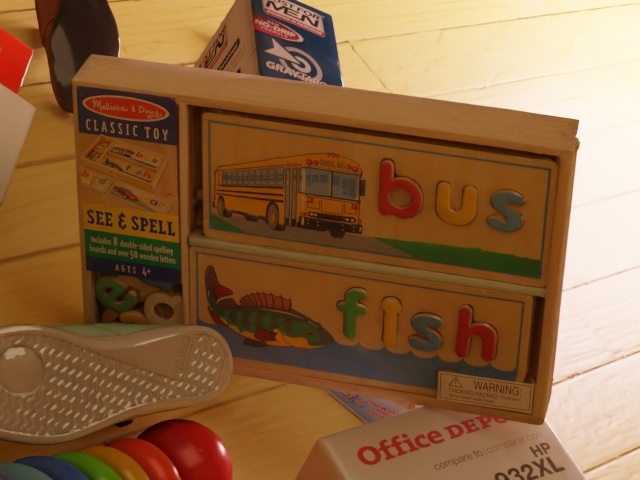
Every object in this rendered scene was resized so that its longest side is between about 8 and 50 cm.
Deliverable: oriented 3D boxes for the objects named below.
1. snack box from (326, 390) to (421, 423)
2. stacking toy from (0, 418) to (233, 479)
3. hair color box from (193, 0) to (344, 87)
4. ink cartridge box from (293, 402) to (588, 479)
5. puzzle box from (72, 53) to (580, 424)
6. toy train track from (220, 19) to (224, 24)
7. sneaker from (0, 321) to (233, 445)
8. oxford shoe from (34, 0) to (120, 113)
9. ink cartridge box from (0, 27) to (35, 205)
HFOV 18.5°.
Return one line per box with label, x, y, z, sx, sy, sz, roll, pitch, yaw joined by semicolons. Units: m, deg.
snack box;0.058;0.143;1.821;0.178;0.064;0.022;39;36;4
stacking toy;-0.183;0.206;1.492;0.141;0.141;0.330;46;30;14
hair color box;-0.054;-0.072;1.883;0.105;0.174;0.347;20;38;-24
ink cartridge box;0.138;0.288;1.629;0.223;0.129;0.307;-14;57;-33
puzzle box;0.000;0.000;1.616;0.409;0.272;0.052;8;32;11
toy train track;-0.100;-0.213;2.156;0.048;0.014;0.083;40;39;-7
sneaker;-0.215;0.116;1.576;0.256;0.151;0.094;-1;84;-35
oxford shoe;-0.251;-0.210;1.977;0.076;0.076;0.212;14;56;-32
ink cartridge box;-0.378;-0.174;1.747;0.275;0.060;0.239;34;45;-23
